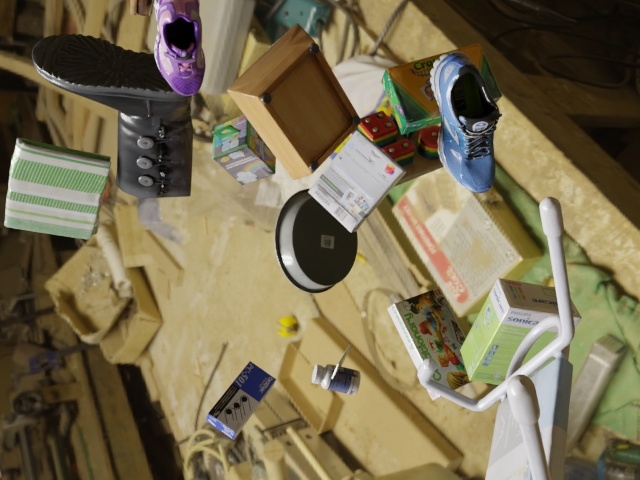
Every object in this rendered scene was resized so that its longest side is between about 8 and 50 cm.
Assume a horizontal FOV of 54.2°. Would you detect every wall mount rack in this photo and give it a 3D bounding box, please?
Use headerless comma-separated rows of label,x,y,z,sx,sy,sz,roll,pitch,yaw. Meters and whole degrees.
wall mount rack,0.164,0.149,0.563,0.130,0.350,0.304,28,135,1

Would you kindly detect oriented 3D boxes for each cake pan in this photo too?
cake pan,0.000,0.000,1.727,0.054,0.293,0.294,-4,92,46

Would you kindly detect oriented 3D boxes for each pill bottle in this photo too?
pill bottle,0.041,0.364,1.656,0.067,0.120,0.067,-166,90,-81

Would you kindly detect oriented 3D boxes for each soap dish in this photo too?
soap dish,-0.045,-0.311,1.456,0.118,0.229,0.291,29,162,50

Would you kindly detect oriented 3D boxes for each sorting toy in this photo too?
sorting toy,0.259,-0.316,1.917,0.257,0.255,0.089,57,162,34

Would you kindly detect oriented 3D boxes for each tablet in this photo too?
tablet,0.051,0.291,1.504,0.006,0.083,0.054,26,123,11

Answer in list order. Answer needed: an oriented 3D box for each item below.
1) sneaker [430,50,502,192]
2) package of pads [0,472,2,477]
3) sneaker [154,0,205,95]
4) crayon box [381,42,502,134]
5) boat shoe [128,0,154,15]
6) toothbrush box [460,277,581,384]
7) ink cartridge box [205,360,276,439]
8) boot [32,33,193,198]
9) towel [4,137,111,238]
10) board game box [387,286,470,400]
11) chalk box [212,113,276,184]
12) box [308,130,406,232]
sneaker,0.332,-0.250,1.408,0.147,0.129,0.330,-108,-2,-65
package of pads,-0.707,0.483,1.295,0.032,0.083,0.050,71,176,-73
sneaker,-0.256,-0.353,1.151,0.236,0.095,0.105,99,157,-52
crayon box,0.323,-0.408,1.686,0.081,0.278,0.166,109,143,-77
boat shoe,-0.214,-0.367,0.814,0.207,0.073,0.073,133,133,-64
toothbrush box,0.534,0.258,1.700,0.122,0.206,0.283,-94,16,-52
ink cartridge box,-0.220,0.445,1.754,0.097,0.207,0.046,33,136,9
boot,-0.499,-0.285,1.581,0.445,0.366,0.146,113,168,-60
towel,-0.714,-0.130,1.703,0.325,0.247,0.038,122,148,-42
board game box,0.354,0.309,1.916,0.305,0.192,0.053,64,148,17
chalk box,-0.244,-0.292,1.922,0.132,0.213,0.132,-16,55,22
box,0.082,-0.135,1.437,0.145,0.038,0.186,43,110,12
